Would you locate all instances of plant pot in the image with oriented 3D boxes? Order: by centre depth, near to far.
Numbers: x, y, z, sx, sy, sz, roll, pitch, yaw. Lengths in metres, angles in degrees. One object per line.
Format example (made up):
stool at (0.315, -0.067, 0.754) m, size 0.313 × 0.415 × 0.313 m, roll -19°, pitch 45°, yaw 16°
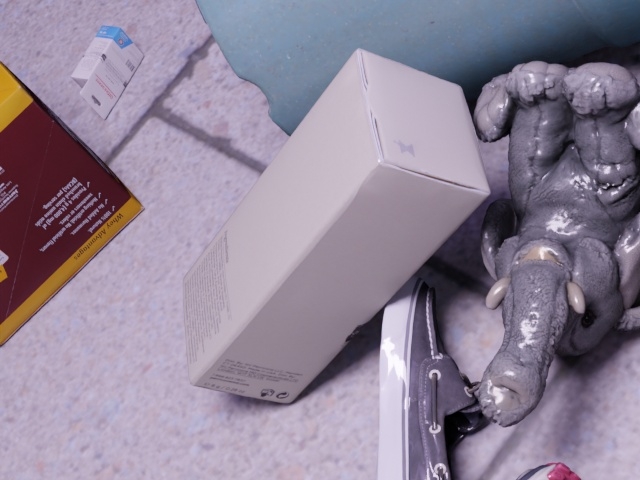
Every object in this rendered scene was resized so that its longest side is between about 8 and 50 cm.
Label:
plant pot at (0.091, -0.250, 0.978) m, size 0.334 × 0.341 × 0.341 m, roll -26°, pitch 50°, yaw 22°

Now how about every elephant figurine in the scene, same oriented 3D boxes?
elephant figurine at (0.172, 0.006, 0.864) m, size 0.169 × 0.186 × 0.240 m, roll -179°, pitch 97°, yaw -69°

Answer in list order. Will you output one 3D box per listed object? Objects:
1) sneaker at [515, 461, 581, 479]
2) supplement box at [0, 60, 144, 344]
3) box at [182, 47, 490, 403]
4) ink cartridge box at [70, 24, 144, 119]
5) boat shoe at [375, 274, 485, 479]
sneaker at (0.075, 0.262, 0.763) m, size 0.299 × 0.121 × 0.112 m, roll -54°, pitch 30°, yaw -18°
supplement box at (-0.307, -0.046, 1.127) m, size 0.191 × 0.194 × 0.129 m, roll -44°, pitch 49°, yaw -4°
box at (0.000, 0.000, 0.904) m, size 0.275 × 0.094 × 0.113 m, roll -48°, pitch 38°, yaw 40°
ink cartridge box at (-0.220, -0.170, 1.259) m, size 0.028 × 0.048 × 0.083 m, roll 13°, pitch 66°, yaw 35°
boat shoe at (0.081, 0.127, 0.879) m, size 0.076 × 0.080 × 0.229 m, roll -1°, pitch 55°, yaw 9°
